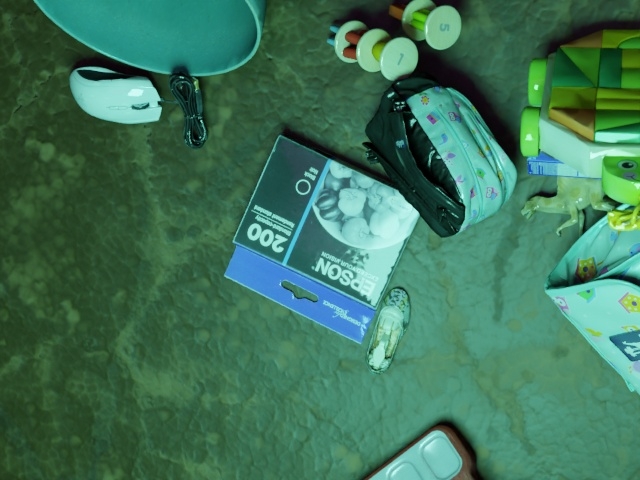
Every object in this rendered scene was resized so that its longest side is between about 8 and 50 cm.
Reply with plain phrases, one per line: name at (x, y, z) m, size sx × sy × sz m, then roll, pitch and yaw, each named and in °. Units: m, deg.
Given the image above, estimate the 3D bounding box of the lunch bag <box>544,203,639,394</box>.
lunch bag at (0.416, 0.056, 1.428) m, size 0.262 × 0.160 × 0.223 m, roll -39°, pitch 109°, yaw 21°

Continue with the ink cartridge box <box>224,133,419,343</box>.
ink cartridge box at (0.000, 0.000, 1.590) m, size 0.206 × 0.045 × 0.208 m, roll 25°, pitch 102°, yaw 9°

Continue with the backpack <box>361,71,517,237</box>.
backpack at (0.143, -0.099, 1.492) m, size 0.115 × 0.152 × 0.182 m, roll -30°, pitch 76°, yaw -17°

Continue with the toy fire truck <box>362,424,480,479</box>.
toy fire truck at (0.107, 0.409, 1.564) m, size 0.302 × 0.169 × 0.254 m, roll -39°, pitch 62°, yaw 13°

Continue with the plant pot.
plant pot at (-0.187, -0.358, 1.504) m, size 0.290 × 0.290 × 0.195 m, roll 10°, pitch 66°, yaw 12°

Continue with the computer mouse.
computer mouse at (-0.241, -0.175, 1.613) m, size 0.193 × 0.042 × 0.106 m, roll 9°, pitch 133°, yaw 16°

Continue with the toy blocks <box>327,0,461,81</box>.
toy blocks at (0.082, -0.254, 1.523) m, size 0.123 × 0.148 × 0.054 m, roll -37°, pitch 125°, yaw -15°

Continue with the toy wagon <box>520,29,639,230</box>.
toy wagon at (0.352, -0.129, 1.356) m, size 0.267 × 0.344 × 0.068 m, roll 2°, pitch 124°, yaw 13°

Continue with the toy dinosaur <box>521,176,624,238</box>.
toy dinosaur at (0.330, -0.058, 1.505) m, size 0.183 × 0.053 × 0.093 m, roll -31°, pitch 87°, yaw 14°

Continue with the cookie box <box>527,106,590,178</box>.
cookie box at (0.303, -0.123, 1.492) m, size 0.107 × 0.040 × 0.092 m, roll 4°, pitch 68°, yaw 12°

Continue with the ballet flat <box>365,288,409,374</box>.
ballet flat at (0.085, 0.117, 1.585) m, size 0.041 × 0.041 × 0.114 m, roll 18°, pitch 99°, yaw 10°
